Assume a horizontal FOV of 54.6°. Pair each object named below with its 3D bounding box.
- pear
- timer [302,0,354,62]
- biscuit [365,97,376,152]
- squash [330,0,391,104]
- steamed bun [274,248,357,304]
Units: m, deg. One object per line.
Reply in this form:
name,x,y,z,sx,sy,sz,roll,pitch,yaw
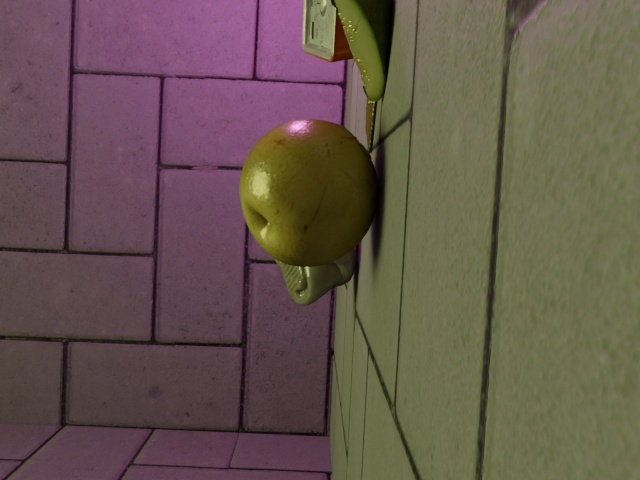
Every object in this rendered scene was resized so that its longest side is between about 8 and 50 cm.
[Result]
pear,-0.026,-0.114,1.470,0.348,0.349,0.347,-177,90,-89
timer,0.034,-0.598,1.574,0.250,0.162,0.257,32,126,49
biscuit,0.140,-0.389,1.716,0.232,0.013,0.236,-89,2,-54
squash,0.098,-0.424,1.370,0.170,0.093,0.251,-13,-67,-44
steamed bun,0.000,0.000,2.086,0.367,0.255,0.342,60,142,28
